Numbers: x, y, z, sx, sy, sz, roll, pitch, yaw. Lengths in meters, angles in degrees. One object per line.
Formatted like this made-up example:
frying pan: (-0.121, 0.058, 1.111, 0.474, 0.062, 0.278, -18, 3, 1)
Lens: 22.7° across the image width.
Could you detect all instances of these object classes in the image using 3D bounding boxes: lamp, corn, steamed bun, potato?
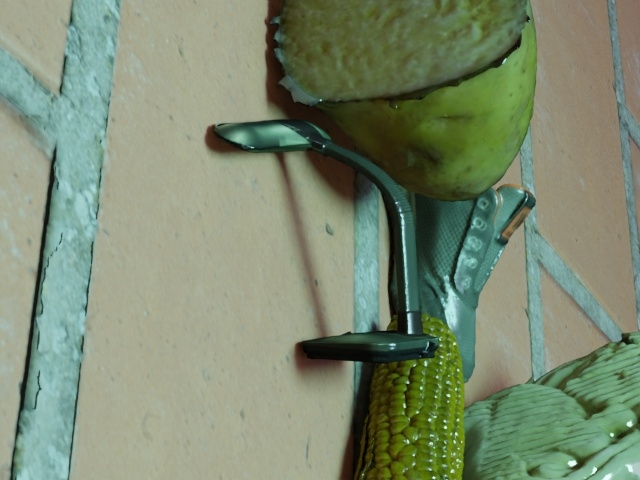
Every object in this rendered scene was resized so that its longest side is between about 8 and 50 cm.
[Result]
lamp: (0.005, -0.004, 1.574, 0.203, 0.124, 0.283, -5, 77, -54)
corn: (0.098, 0.204, 1.650, 0.115, 0.115, 0.318, 55, 31, -35)
steamed bun: (0.326, 0.284, 1.805, 0.394, 0.347, 0.237, -35, 114, -44)
potato: (0.117, -0.187, 1.740, 0.237, 0.301, 0.288, 49, 47, -55)

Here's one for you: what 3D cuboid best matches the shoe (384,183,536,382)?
shoe: (0.175, -0.003, 1.847, 0.132, 0.171, 0.336, 25, 53, -58)
